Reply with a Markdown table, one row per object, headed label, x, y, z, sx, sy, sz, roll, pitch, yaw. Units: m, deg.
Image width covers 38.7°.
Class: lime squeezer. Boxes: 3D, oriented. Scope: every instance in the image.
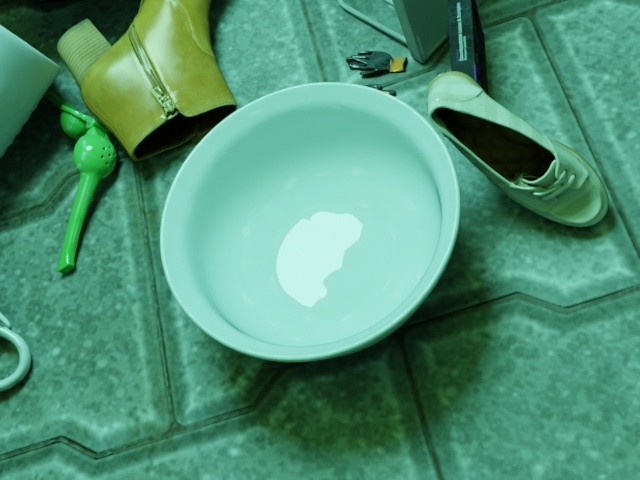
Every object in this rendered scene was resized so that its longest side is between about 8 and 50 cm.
| label | x | y | z | sx | sy | sz | roll | pitch | yaw |
| --- | --- | --- | --- | --- | --- | --- | --- | --- | --- |
| lime squeezer | -0.302 | -0.113 | 1.123 | 0.110 | 0.059 | 0.310 | -43 | 54 | 31 |

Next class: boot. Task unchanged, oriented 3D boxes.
| label | x | y | z | sx | sy | sz | roll | pitch | yaw |
| --- | --- | --- | --- | --- | --- | --- | --- | --- | --- |
| boot | -0.157 | -0.237 | 1.119 | 0.295 | 0.104 | 0.211 | -38 | 70 | -9 |

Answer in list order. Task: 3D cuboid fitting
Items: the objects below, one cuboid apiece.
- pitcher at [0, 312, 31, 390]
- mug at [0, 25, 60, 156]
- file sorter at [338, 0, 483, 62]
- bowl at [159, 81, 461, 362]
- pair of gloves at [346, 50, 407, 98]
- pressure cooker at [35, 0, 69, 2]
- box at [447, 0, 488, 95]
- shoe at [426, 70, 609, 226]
| label | x | y | z | sx | sy | sz | roll | pitch | yaw |
| --- | --- | --- | --- | --- | --- | --- | --- | --- | --- |
| pitcher | -0.441 | 0.121 | 1.006 | 0.207 | 0.125 | 0.177 | -31 | 74 | -13 |
| mug | -0.551 | -0.172 | 1.082 | 0.374 | 0.276 | 0.328 | 34 | 89 | 19 |
| file sorter | 0.087 | -0.381 | 1.007 | 0.193 | 0.277 | 0.173 | -46 | 56 | -9 |
| bowl | 0.000 | 0.000 | 0.916 | 0.298 | 0.134 | 0.297 | -7 | 62 | 13 |
| pair of gloves | 0.059 | -0.188 | 1.066 | 0.074 | 0.010 | 0.083 | 7 | 65 | 20 |
| pressure cooker | -0.351 | -0.513 | 1.125 | 0.375 | 0.420 | 0.370 | -42 | 21 | -12 |
| box | 0.159 | -0.190 | 0.976 | 0.029 | 0.116 | 0.162 | -8 | 62 | 15 |
| shoe | 0.189 | -0.077 | 0.883 | 0.219 | 0.058 | 0.076 | 35 | 118 | -8 |
